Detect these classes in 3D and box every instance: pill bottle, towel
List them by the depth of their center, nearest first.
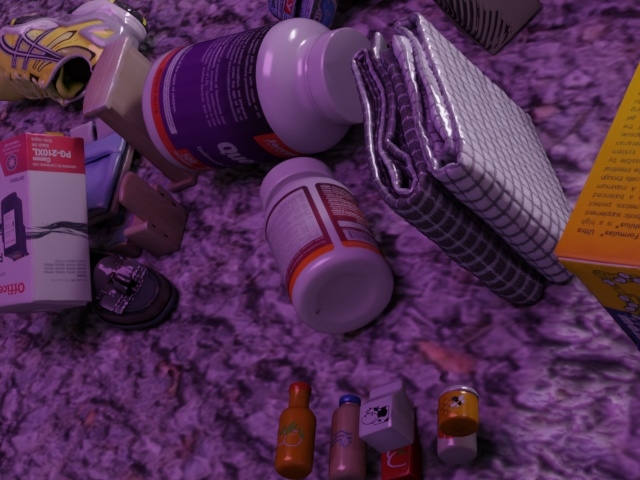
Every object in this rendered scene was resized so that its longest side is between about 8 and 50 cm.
[{"bbox_3d":[0.147,-0.087,1.358,0.121,0.235,0.283,-38,38,22],"label":"towel"},{"bbox_3d":[0.000,0.000,1.509,0.121,0.121,0.221,-38,38,12],"label":"pill bottle"},{"bbox_3d":[-0.079,-0.197,1.706,0.323,0.181,0.181,-6,54,41],"label":"pill bottle"}]

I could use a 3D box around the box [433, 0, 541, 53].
[{"bbox_3d":[0.152,-0.360,1.551,0.094,0.275,0.113,-45,38,5],"label":"box"}]

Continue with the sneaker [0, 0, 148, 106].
[{"bbox_3d":[-0.480,-0.311,2.220,0.385,0.145,0.147,-15,48,37],"label":"sneaker"}]

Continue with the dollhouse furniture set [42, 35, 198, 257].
[{"bbox_3d":[-0.357,-0.113,1.886,0.303,0.198,0.286,-18,47,33],"label":"dollhouse furniture set"}]

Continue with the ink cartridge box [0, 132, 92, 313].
[{"bbox_3d":[-0.415,-0.019,1.782,0.172,0.100,0.237,-10,81,45],"label":"ink cartridge box"}]

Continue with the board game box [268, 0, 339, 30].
[{"bbox_3d":[-0.009,-0.393,1.839,0.194,0.060,0.194,44,122,53],"label":"board game box"}]

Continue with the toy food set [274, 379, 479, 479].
[{"bbox_3d":[0.070,0.181,1.292,0.232,0.111,0.104,-24,44,31],"label":"toy food set"}]

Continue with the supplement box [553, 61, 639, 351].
[{"bbox_3d":[0.397,-0.075,1.138,0.195,0.194,0.356,7,63,47],"label":"supplement box"}]

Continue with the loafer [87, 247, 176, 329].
[{"bbox_3d":[-0.310,0.057,1.784,0.267,0.084,0.096,14,68,49],"label":"loafer"}]
